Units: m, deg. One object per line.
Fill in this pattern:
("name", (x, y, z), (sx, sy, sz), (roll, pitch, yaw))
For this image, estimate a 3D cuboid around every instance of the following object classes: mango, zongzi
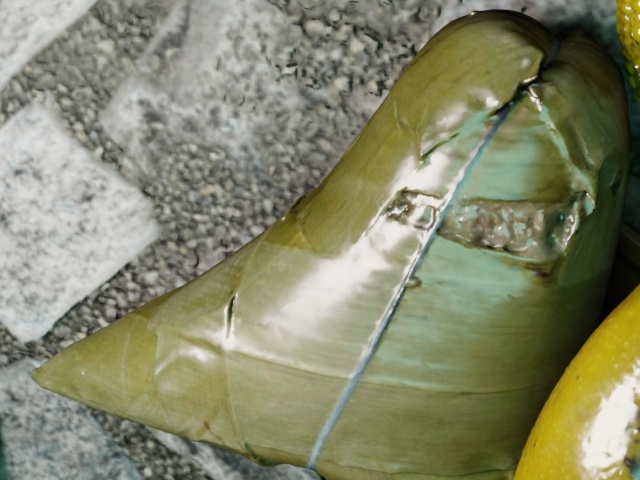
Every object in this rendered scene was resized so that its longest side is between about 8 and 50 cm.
("mango", (0.212, 0.147, 0.972), (0.175, 0.176, 0.330), (29, 124, 28))
("zongzi", (0.000, 0.000, 1.071), (0.392, 0.174, 0.356), (13, 118, 8))

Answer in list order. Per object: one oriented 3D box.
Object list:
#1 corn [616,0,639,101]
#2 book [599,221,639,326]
("corn", (0.214, -0.201, 0.955), (0.106, 0.106, 0.293), (2, 121, 15))
("book", (0.216, 0.088, 1.103), (0.012, 0.118, 0.172), (-9, 123, -29))
